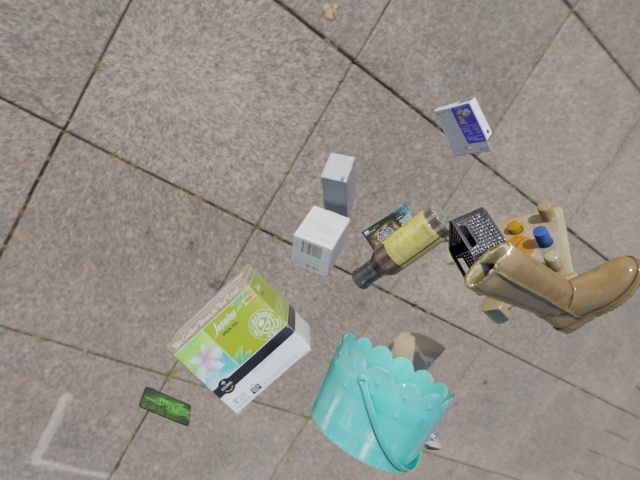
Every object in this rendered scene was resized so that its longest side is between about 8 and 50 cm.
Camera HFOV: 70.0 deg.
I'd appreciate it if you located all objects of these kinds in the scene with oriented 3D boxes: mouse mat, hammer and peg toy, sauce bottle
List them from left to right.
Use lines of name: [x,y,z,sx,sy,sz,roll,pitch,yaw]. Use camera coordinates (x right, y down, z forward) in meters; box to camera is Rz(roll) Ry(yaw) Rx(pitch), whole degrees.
mouse mat: [-0.559,0.600,1.656,0.190,0.152,0.007,31,92,-16]
sauce bottle: [0.236,0.031,1.373,0.111,0.111,0.344,36,121,-27]
hammer and peg toy: [0.553,0.069,1.247,0.266,0.361,0.127,-17,130,32]

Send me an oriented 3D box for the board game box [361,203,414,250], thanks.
board game box: [0.257,-0.028,1.623,0.186,0.126,0.026,-33,156,4]

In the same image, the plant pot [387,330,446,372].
plant pot: [0.408,0.530,2.094,0.284,0.191,0.284,-40,159,-19]

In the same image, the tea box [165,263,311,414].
tea box: [-0.256,0.314,1.504,0.329,0.220,0.323,-43,98,5]

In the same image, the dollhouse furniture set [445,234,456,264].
dollhouse furniture set: [0.444,0.034,1.686,0.091,0.081,0.114,4,81,-25]

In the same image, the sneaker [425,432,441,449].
sneaker: [0.311,0.604,1.408,0.135,0.058,0.052,25,142,-21]

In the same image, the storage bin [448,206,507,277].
storage bin: [0.373,0.019,1.094,0.084,0.122,0.180,-23,149,1]

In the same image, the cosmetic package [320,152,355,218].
cosmetic package: [0.071,-0.198,1.707,0.107,0.127,0.238,12,147,15]

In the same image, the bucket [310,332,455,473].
bucket: [0.125,0.343,0.978,0.281,0.281,0.183,26,91,-26]

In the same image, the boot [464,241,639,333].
boot: [0.477,0.074,0.937,0.270,0.089,0.236,27,119,-15]

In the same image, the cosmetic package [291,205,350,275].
cosmetic package: [0.000,0.000,1.675,0.151,0.183,0.151,22,137,13]

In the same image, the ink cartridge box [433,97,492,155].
ink cartridge box: [0.552,-0.430,1.752,0.045,0.206,0.208,-37,109,-17]
